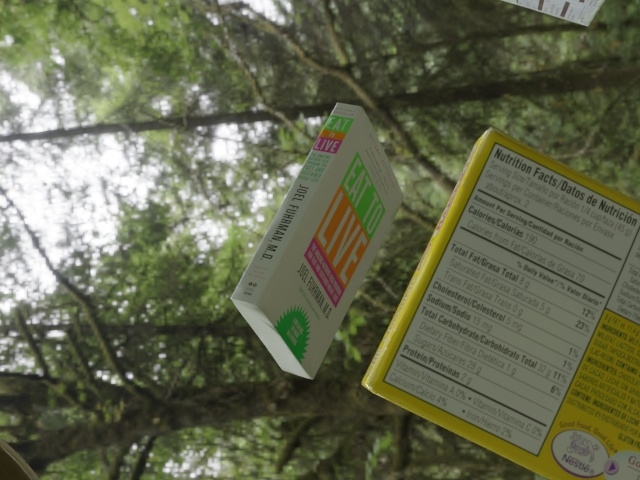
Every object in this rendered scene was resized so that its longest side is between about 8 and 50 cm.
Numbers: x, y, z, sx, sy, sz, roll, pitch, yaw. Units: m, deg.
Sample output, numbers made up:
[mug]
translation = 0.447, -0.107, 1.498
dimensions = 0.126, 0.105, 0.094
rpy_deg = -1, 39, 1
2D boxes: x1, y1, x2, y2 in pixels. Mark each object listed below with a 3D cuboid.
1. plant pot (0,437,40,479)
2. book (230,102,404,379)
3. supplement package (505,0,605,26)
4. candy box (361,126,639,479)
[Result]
[plant pot]
translation = -0.292, 0.245, 0.471
dimensions = 0.284, 0.284, 0.191
rpy_deg = -70, 3, -53
[book]
translation = 0.000, 0.000, 0.536
dimensions = 0.144, 0.035, 0.096
rpy_deg = -63, -30, -24
[supplement package]
translation = 0.185, -0.319, 0.644
dimensions = 0.204, 0.145, 0.262
rpy_deg = -25, -46, -77
[candy box]
translation = 0.129, 0.052, 0.317
dimensions = 0.105, 0.206, 0.027
rpy_deg = -63, 2, -8
